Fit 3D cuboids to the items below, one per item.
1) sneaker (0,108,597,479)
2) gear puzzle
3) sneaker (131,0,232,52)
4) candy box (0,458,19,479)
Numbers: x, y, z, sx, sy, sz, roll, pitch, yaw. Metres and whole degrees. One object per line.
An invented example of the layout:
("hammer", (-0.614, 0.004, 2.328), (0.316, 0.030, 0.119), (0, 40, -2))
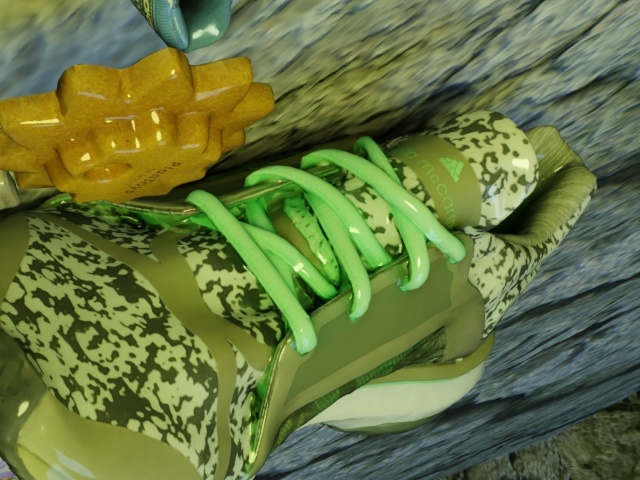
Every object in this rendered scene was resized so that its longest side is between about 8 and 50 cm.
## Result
("sneaker", (0.000, 0.000, 0.664), (0.182, 0.158, 0.410), (-44, 167, 25))
("gear puzzle", (-0.175, 0.010, 0.456), (0.339, 0.044, 0.175), (-15, 165, -4))
("sneaker", (-0.007, -0.098, 0.413), (0.052, 0.058, 0.135), (-10, 159, -46))
("candy box", (-0.186, 0.080, 0.734), (0.165, 0.070, 0.196), (-31, 165, 25))
